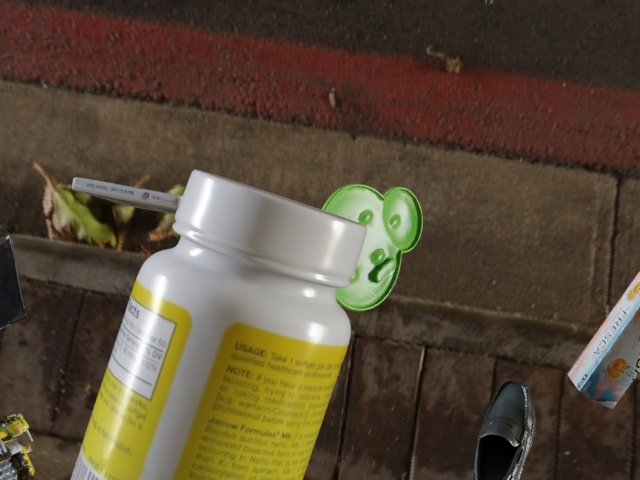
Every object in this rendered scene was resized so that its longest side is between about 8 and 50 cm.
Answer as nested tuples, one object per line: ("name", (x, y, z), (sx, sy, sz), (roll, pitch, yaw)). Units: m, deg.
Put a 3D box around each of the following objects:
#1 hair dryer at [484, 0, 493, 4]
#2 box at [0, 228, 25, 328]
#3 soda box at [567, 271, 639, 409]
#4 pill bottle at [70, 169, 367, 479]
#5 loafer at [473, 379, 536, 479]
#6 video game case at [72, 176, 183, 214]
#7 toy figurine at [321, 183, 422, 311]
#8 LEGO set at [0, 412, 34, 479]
("hair dryer", (0.209, -0.337, 0.911), (0.080, 0.223, 0.293), (6, 28, 13))
("box", (-0.366, 0.033, 0.747), (0.158, 0.093, 0.156), (26, 40, 32))
("soda box", (0.422, 0.137, 1.221), (0.058, 0.063, 0.183), (29, 102, -7))
("pill bottle", (-0.054, 0.075, 0.475), (0.119, 0.119, 0.208), (19, 93, 7))
("loafer", (0.273, 0.300, 1.313), (0.076, 0.078, 0.223), (1, 51, 26))
("video game case", (-0.218, -0.051, 1.135), (0.143, 0.157, 0.019), (10, 87, 12))
("toy figurine", (0.000, 0.000, 0.965), (0.173, 0.159, 0.130), (-34, 112, -41))
("LEGO set", (-0.258, 0.250, 0.632), (0.192, 0.331, 0.254), (-33, 73, 25))
